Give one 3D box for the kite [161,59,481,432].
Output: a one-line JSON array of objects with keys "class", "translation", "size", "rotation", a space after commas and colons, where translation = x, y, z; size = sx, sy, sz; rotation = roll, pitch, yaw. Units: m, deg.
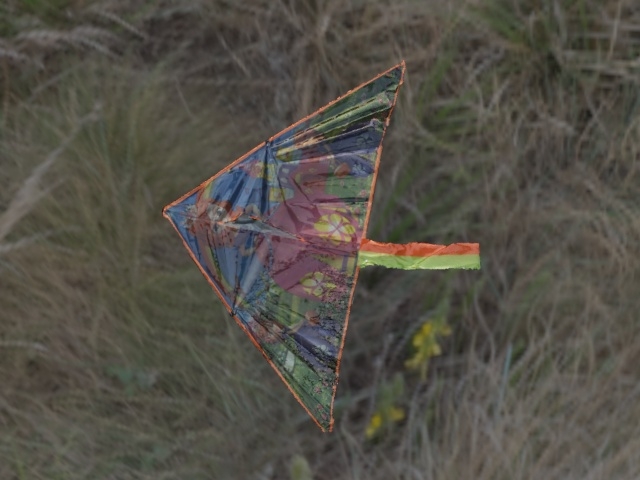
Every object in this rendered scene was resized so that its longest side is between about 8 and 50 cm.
[{"class": "kite", "translation": [0.000, 0.000, 0.695], "size": [0.159, 0.010, 0.190], "rotation": [13, 101, 4]}]
